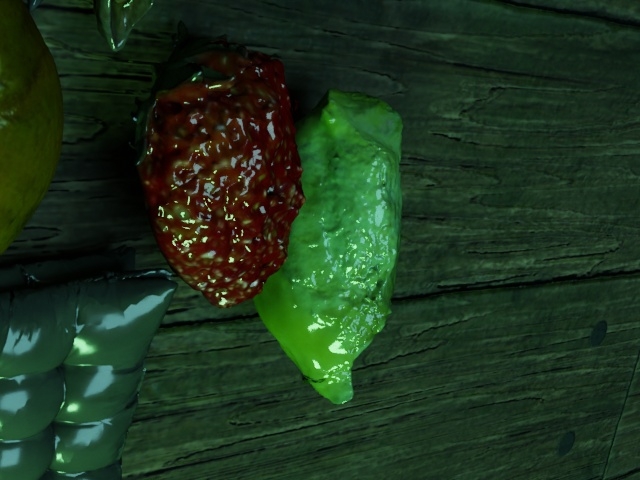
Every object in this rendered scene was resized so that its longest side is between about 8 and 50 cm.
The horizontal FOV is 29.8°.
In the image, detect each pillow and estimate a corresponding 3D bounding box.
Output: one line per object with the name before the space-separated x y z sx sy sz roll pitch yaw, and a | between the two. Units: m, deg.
pillow | -0.259 0.124 0.817 0.326 0.101 0.228 -5 114 -43

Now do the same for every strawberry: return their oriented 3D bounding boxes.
strawberry | -0.063 -0.034 0.873 0.174 0.098 0.228 -67 152 -62

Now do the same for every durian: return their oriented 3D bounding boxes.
durian | 0.000 0.000 0.988 0.101 0.139 0.250 3 107 -41

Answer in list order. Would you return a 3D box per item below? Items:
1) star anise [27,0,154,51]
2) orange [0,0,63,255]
star anise | -0.123 -0.241 0.788 0.197 0.073 0.212 -32 133 -27
orange | -0.251 -0.071 0.667 0.240 0.171 0.240 -25 126 -39
